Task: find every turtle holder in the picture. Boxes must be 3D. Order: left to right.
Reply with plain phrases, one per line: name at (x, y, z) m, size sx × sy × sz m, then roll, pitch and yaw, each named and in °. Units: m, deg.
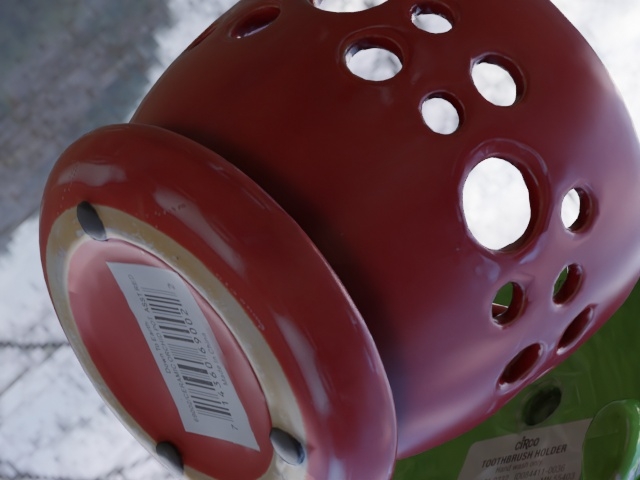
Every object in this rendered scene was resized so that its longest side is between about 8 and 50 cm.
turtle holder at (0.163, 0.115, 0.904) m, size 0.243 × 0.227 × 0.320 m, roll -38°, pitch -154°, yaw 21°

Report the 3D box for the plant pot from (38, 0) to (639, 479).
plant pot at (0.000, 0.000, 0.646) m, size 0.174 × 0.191 × 0.191 m, roll -36°, pitch -167°, yaw -32°
